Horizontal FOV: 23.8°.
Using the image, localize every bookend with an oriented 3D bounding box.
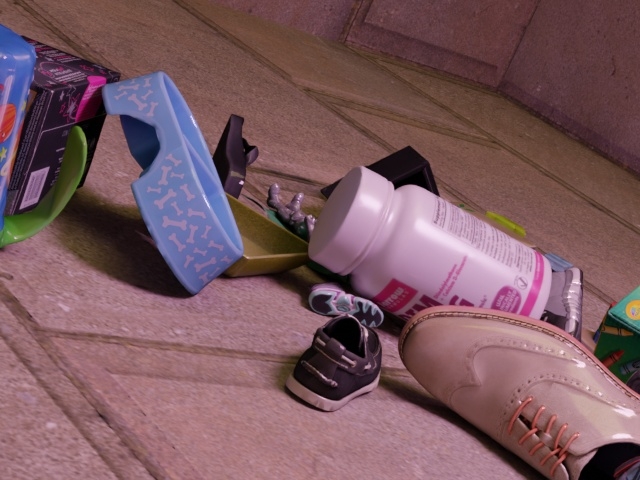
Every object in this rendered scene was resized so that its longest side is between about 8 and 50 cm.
[{"bbox_3d":[0.103,-0.036,2.300,0.157,0.156,0.072,-26,31,-10],"label":"bookend"}]

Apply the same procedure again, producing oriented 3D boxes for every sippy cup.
[{"bbox_3d":[-0.400,-0.122,1.534,0.240,0.224,0.305,30,16,24],"label":"sippy cup"}]

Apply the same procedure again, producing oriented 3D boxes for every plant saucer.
[{"bbox_3d":[-0.121,-0.006,1.930,0.188,0.045,0.188,31,16,25],"label":"plant saucer"}]

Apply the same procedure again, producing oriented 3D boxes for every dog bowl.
[{"bbox_3d":[-0.169,-0.078,1.770,0.166,0.074,0.297,57,8,-53],"label":"dog bowl"}]

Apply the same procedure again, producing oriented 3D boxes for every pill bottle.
[{"bbox_3d":[0.137,0.029,1.936,0.283,0.160,0.160,28,13,-13],"label":"pill bottle"}]

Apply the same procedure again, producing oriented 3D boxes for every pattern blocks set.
[{"bbox_3d":[0.275,-0.022,2.654,0.325,0.026,0.285,35,18,34],"label":"pattern blocks set"}]

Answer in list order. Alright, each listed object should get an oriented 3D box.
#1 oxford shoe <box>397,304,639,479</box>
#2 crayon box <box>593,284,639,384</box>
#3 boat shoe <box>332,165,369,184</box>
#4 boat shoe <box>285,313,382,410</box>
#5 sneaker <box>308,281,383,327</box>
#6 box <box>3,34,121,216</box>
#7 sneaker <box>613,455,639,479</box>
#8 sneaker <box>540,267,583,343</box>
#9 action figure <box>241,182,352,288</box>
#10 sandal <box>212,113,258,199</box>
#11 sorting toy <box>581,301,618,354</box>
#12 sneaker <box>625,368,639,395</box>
[{"bbox_3d":[0.263,0.194,1.673,0.397,0.140,0.146,25,21,7],"label":"oxford shoe"},{"bbox_3d":[0.455,0.118,1.986,0.081,0.165,0.278,32,41,27],"label":"crayon box"},{"bbox_3d":[0.085,-0.089,2.484,0.073,0.080,0.223,34,21,16],"label":"boat shoe"},{"bbox_3d":[0.031,0.121,1.670,0.084,0.079,0.233,25,13,10],"label":"boat shoe"},{"bbox_3d":[0.030,0.074,1.902,0.098,0.038,0.069,21,16,-14],"label":"sneaker"},{"bbox_3d":[-0.357,-0.138,1.781,0.142,0.163,0.247,23,14,6],"label":"box"},{"bbox_3d":[0.414,0.303,1.544,0.261,0.125,0.104,24,18,1],"label":"sneaker"},{"bbox_3d":[0.308,0.113,2.178,0.132,0.086,0.229,2,25,10],"label":"sneaker"},{"bbox_3d":[0.000,0.000,2.083,0.137,0.063,0.232,16,20,-40],"label":"action figure"},{"bbox_3d":[-0.123,-0.100,2.180,0.054,0.097,0.254,20,26,-13],"label":"sandal"},{"bbox_3d":[0.521,0.186,2.200,0.255,0.089,0.257,15,17,-31],"label":"sorting toy"},{"bbox_3d":[0.528,0.283,1.832,0.384,0.145,0.147,34,3,8],"label":"sneaker"}]
